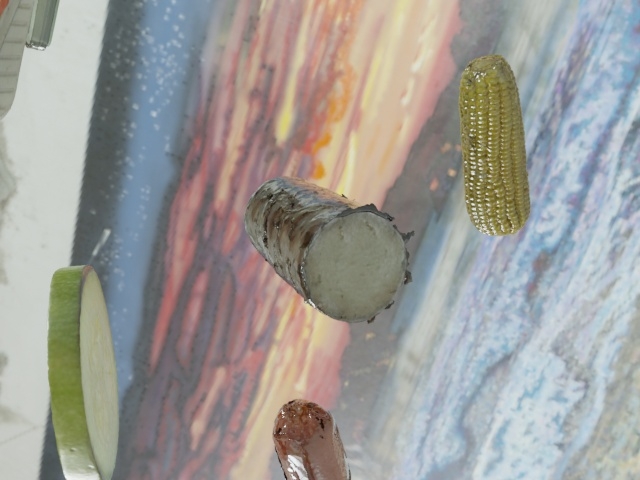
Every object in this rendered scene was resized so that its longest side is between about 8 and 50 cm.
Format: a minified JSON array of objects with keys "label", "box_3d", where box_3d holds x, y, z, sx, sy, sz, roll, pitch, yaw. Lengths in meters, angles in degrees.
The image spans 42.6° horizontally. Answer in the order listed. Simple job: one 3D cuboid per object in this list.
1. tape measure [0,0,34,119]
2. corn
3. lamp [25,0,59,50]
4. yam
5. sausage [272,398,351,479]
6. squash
[{"label":"tape measure","box_3d":[-0.522,-0.296,1.161,0.265,0.130,0.258,-35,-35,-70]},{"label":"corn","box_3d":[0.202,-0.105,0.968,0.080,0.080,0.231,-54,-40,-41]},{"label":"lamp","box_3d":[-0.527,-0.524,1.517,0.047,0.266,0.269,0,-53,-35]},{"label":"yam","box_3d":[-0.001,0.001,0.907,0.131,0.131,0.280,-68,20,4]},{"label":"sausage","box_3d":[-0.011,0.241,0.925,0.076,0.076,0.141,-52,-43,-45]},{"label":"squash","box_3d":[-0.277,0.154,0.955,0.252,0.049,0.252,175,90,-84]}]
